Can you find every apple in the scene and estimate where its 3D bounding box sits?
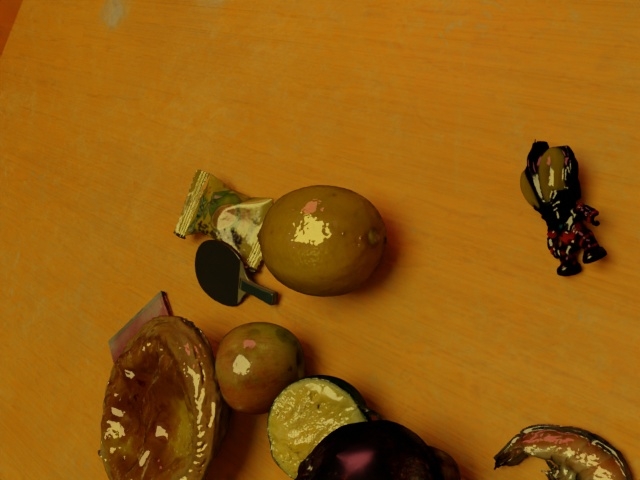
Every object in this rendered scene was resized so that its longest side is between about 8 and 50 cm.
[{"bbox_3d":[-0.122,0.262,1.535,0.196,0.196,0.196,-14,67,36],"label":"apple"}]

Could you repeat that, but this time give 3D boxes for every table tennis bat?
[{"bbox_3d":[-0.203,0.091,1.740,0.274,0.021,0.154,22,115,36],"label":"table tennis bat"}]

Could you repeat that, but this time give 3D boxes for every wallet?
[{"bbox_3d":[-0.466,0.246,1.932,0.232,0.025,0.119,-42,53,22],"label":"wallet"}]

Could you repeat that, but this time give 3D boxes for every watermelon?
[{"bbox_3d":[0.014,0.354,1.428,0.232,0.127,0.204,-36,80,18],"label":"watermelon"}]

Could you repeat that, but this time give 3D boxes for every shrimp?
[{"bbox_3d":[0.353,0.426,1.175,0.222,0.054,0.290,27,90,41],"label":"shrimp"}]

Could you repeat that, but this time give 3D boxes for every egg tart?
[{"bbox_3d":[-0.333,0.387,1.668,0.443,0.178,0.443,-15,69,44],"label":"egg tart"}]

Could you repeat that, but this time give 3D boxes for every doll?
[{"bbox_3d":[0.408,-0.067,1.273,0.127,0.088,0.248,-23,66,32],"label":"doll"}]

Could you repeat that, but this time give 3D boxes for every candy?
[{"bbox_3d":[-0.227,-0.051,1.800,0.297,0.081,0.187,25,93,32],"label":"candy"}]

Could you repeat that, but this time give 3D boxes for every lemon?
[{"bbox_3d":[0.004,0.000,1.491,0.263,0.236,0.236,32,97,48],"label":"lemon"}]

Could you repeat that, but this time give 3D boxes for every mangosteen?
[{"bbox_3d":[0.094,0.454,1.223,0.297,0.313,0.297,-32,28,20],"label":"mangosteen"}]
